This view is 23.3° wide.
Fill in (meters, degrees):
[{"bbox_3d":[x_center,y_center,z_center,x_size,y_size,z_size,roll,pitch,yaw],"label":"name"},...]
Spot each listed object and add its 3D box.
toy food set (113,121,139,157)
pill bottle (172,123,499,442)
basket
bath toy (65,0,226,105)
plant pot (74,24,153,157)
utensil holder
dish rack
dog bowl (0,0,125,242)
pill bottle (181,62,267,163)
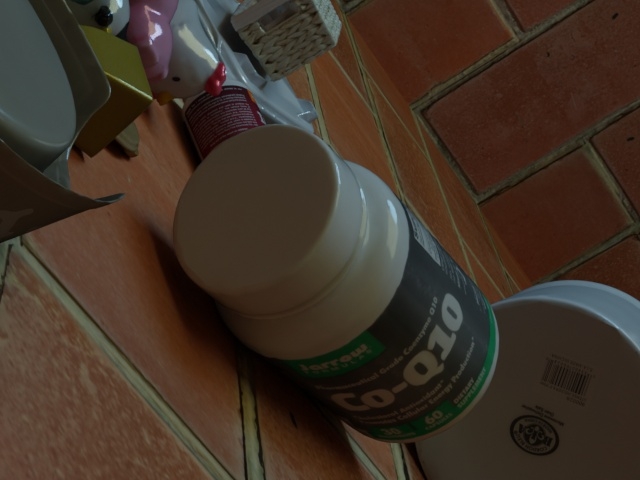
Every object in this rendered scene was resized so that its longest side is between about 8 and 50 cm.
[{"bbox_3d":[-0.200,-0.117,1.467,0.082,0.020,0.083,60,12,8],"label":"toy food set"},{"bbox_3d":[0.020,0.047,1.507,0.361,0.204,0.204,43,19,-51],"label":"pill bottle"},{"bbox_3d":[-0.040,-0.287,2.030,0.103,0.113,0.167,57,12,-14],"label":"basket"},{"bbox_3d":[-0.184,-0.219,1.522,0.129,0.151,0.348,41,-3,19],"label":"bath toy"},{"bbox_3d":[-0.208,-0.139,1.347,0.083,0.081,0.081,33,26,-42],"label":"plant pot"},{"bbox_3d":[0.303,0.219,1.992,0.327,0.328,0.385,60,14,8],"label":"utensil holder"},{"bbox_3d":[-0.112,-0.253,2.097,0.285,0.072,0.333,62,13,17],"label":"dish rack"},{"bbox_3d":[-0.269,-0.147,1.039,0.348,0.102,0.349,56,11,-17],"label":"dog bowl"},{"bbox_3d":[-0.104,-0.124,1.731,0.086,0.086,0.152,41,21,-57],"label":"pill bottle"}]
